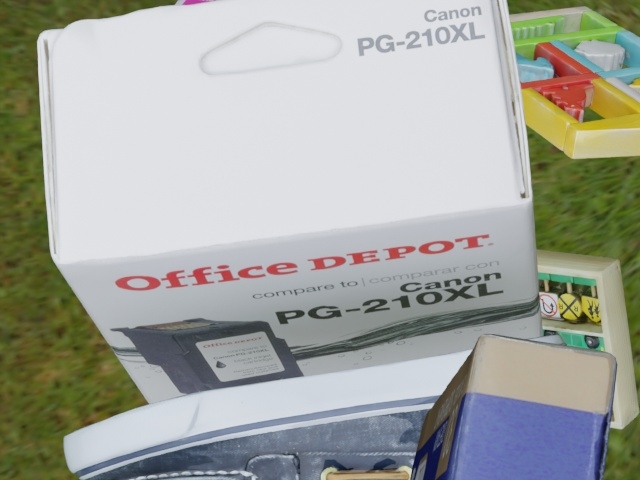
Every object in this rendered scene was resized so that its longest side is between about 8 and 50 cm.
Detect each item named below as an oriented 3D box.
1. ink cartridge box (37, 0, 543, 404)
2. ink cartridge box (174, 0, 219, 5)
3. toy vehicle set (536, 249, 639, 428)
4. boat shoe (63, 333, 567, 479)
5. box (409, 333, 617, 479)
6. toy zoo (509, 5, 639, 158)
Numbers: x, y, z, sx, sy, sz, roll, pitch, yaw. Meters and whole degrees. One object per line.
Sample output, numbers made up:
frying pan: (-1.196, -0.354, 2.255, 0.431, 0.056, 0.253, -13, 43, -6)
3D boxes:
ink cartridge box: (0.000, 0.000, 0.738, 0.171, 0.237, 0.100, -8, 66, 5)
ink cartridge box: (-0.004, -0.099, 1.711, 0.185, 0.311, 0.065, 15, 58, 45)
toy vehicle set: (0.184, 0.087, 1.806, 0.266, 0.035, 0.166, 6, 116, 41)
boat shoe: (0.003, 0.088, 0.635, 0.183, 0.065, 0.083, -10, 84, 8)
box: (0.027, 0.143, 0.429, 0.036, 0.136, 0.225, 9, 77, 0)
toy zoo: (0.254, -0.143, 1.687, 0.293, 0.192, 0.030, 44, 136, 49)
